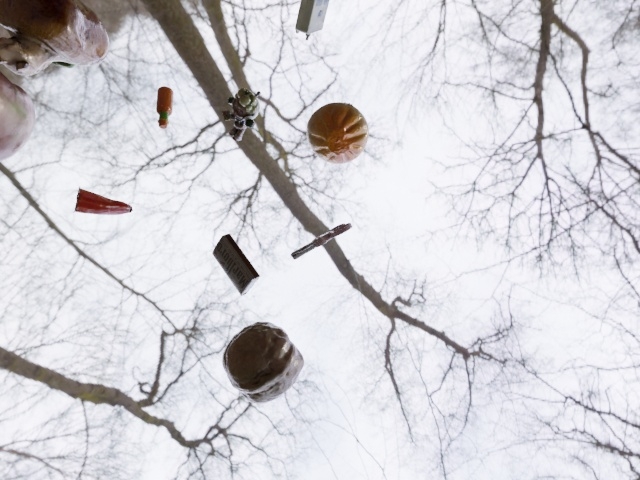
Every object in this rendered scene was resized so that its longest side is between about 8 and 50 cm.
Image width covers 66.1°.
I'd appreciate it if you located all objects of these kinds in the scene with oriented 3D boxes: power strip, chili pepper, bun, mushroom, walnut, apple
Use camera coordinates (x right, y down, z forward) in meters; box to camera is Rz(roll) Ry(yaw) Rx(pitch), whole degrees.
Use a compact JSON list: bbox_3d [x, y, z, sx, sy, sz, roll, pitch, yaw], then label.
[{"bbox_3d":[0.010,-0.662,1.169,0.043,0.367,0.106,25,-144,10],"label":"power strip"},{"bbox_3d":[-0.671,-0.111,1.534,0.065,0.168,0.088,-47,-137,40],"label":"chili pepper"},{"bbox_3d":[0.080,-0.486,2.274,0.298,0.299,0.165,-18,-148,13],"label":"bun"},{"bbox_3d":[-0.777,-0.584,1.367,0.345,0.345,0.260,36,-81,46],"label":"mushroom"},{"bbox_3d":[-0.182,0.379,1.528,0.248,0.248,0.248,-16,-136,16],"label":"walnut"},{"bbox_3d":[-0.845,-0.321,1.157,0.305,0.306,0.235,22,-106,41],"label":"apple"}]

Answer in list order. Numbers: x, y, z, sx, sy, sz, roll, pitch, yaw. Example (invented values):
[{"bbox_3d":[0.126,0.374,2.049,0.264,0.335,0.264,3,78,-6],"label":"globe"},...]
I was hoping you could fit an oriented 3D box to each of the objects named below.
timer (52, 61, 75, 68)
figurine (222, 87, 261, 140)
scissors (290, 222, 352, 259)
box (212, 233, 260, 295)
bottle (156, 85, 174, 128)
[{"bbox_3d":[-0.976,-0.709,1.829,0.140,0.128,0.047,17,-126,16],"label":"timer"},{"bbox_3d":[-0.268,-0.424,1.656,0.147,0.093,0.197,52,-54,20],"label":"figurine"},{"bbox_3d":[0.000,0.000,1.747,0.242,0.031,0.118,-31,-171,-17],"label":"scissors"},{"bbox_3d":[-0.274,0.079,1.578,0.036,0.115,0.177,-25,-108,-43],"label":"box"},{"bbox_3d":[-0.639,-0.539,2.014,0.069,0.069,0.187,-13,-117,19],"label":"bottle"}]
